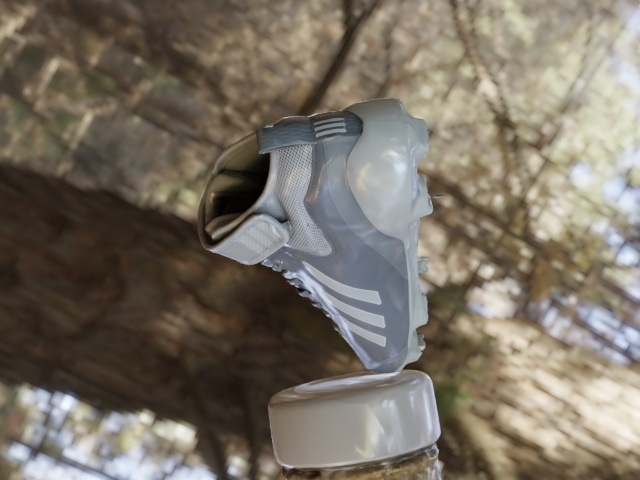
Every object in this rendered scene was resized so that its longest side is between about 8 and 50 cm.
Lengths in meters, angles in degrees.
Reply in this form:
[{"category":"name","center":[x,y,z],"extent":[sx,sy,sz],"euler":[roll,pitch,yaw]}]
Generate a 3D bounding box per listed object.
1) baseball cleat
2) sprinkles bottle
[{"category":"baseball cleat","center":[0.000,0.000,0.808],"extent":[0.206,0.109,0.072],"euler":[88,-1,-56]},{"category":"sprinkles bottle","center":[0.048,0.276,1.265],"extent":[0.121,0.121,0.355],"euler":[-3,-83,65]}]
